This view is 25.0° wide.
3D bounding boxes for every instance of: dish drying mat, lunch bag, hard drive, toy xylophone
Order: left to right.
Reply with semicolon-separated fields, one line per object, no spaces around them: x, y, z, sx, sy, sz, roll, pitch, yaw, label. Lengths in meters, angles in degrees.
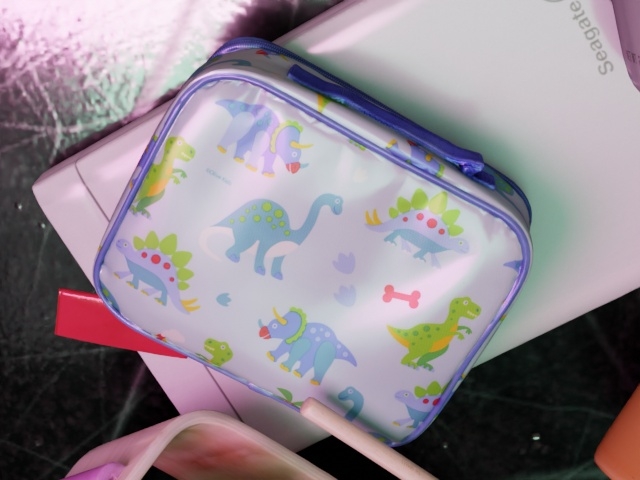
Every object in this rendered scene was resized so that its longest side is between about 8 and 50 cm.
-0.120;0.051;0.881;0.083;0.008;0.032;10;111;3;dish drying mat
-0.004;0.190;0.864;0.323;0.081;0.236;29;149;-15;toy xylophone
0.000;0.000;0.806;0.219;0.090;0.176;27;112;-5;lunch bag
0.036;-0.021;0.868;0.353;0.047;0.233;-28;106;14;hard drive

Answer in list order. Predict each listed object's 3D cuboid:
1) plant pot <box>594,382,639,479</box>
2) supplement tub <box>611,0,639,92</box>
0.325;0.104;0.783;0.291;0.291;0.203;27;95;-6;plant pot
0.216;-0.235;0.695;0.194;0.193;0.316;-12;108;9;supplement tub
